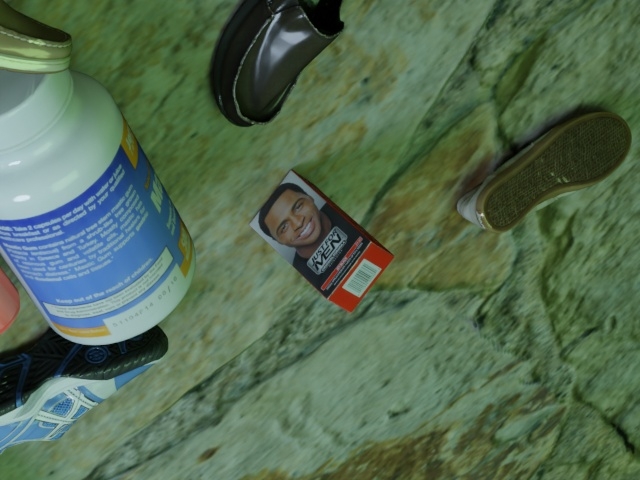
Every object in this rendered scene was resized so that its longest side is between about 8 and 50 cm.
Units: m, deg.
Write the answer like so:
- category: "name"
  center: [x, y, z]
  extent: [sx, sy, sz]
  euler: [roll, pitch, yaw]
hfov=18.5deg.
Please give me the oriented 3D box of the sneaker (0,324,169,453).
- category: "sneaker"
  center: [-0.241, 0.132, 1.840]
  extent: [0.211, 0.080, 0.081]
  euler: [-21, 138, -13]

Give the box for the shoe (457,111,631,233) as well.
- category: "shoe"
  center: [0.237, -0.076, 2.091]
  extent: [0.219, 0.058, 0.076]
  euler: [-29, 103, -25]

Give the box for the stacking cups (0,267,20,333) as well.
- category: "stacking cups"
  center: [-0.348, -0.029, 1.592]
  extent: [0.096, 0.096, 0.316]
  euler: [-38, 131, -11]

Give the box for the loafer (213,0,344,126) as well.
- category: "loafer"
  center: [-0.026, -0.194, 1.766]
  extent: [0.080, 0.078, 0.220]
  euler: [8, 114, -42]

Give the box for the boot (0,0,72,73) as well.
- category: "boot"
  center: [-0.267, -0.230, 1.495]
  extent: [0.213, 0.077, 0.165]
  euler: [22, 104, -8]

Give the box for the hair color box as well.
- category: "hair color box"
  center: [0.000, 0.000, 1.882]
  extent: [0.072, 0.141, 0.043]
  euler: [-53, 137, 5]

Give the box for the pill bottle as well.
- category: "pill bottle"
  center: [-0.219, -0.048, 1.661]
  extent: [0.152, 0.152, 0.272]
  euler: [-37, 137, -12]
